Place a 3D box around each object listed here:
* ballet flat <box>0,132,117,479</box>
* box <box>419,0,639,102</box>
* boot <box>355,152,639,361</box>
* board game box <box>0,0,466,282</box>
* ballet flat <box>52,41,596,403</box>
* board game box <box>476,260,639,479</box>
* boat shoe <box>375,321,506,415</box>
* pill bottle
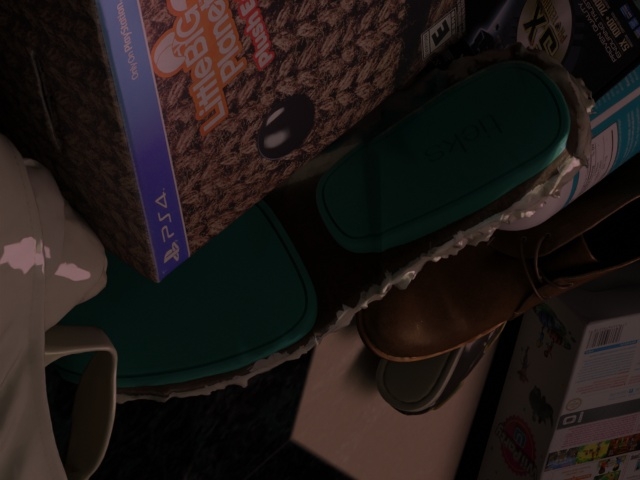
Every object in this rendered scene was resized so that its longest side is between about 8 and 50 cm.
[{"bbox_3d":[-0.190,0.051,1.188,0.139,0.139,0.400,-32,141,-35],"label":"ballet flat"},{"bbox_3d":[0.136,-0.171,1.424,0.147,0.077,0.180,-39,102,-27],"label":"box"},{"bbox_3d":[0.170,0.011,1.616,0.305,0.115,0.112,-28,102,-2],"label":"boot"},{"bbox_3d":[-0.059,-0.164,1.189,0.291,0.141,0.232,-40,145,-26],"label":"board game box"},{"bbox_3d":[0.000,0.000,1.325,0.409,0.147,0.147,-23,146,4],"label":"ballet flat"},{"bbox_3d":[0.285,0.169,1.933,0.224,0.097,0.303,-7,123,-31],"label":"board game box"},{"bbox_3d":[0.127,0.053,1.713,0.227,0.081,0.068,-55,162,-5],"label":"boat shoe"},{"bbox_3d":[0.178,-0.103,1.570,0.264,0.146,0.146,-34,142,-33],"label":"pill bottle"}]
